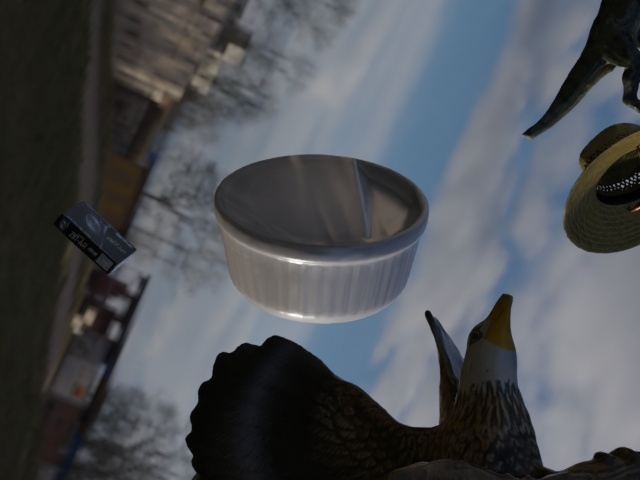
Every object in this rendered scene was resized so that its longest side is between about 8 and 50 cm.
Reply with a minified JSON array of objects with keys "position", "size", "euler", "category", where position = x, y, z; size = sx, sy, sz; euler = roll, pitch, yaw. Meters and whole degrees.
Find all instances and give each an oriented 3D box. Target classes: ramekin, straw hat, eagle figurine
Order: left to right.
[{"position":[0.000,0.000,1.805],"size":[0.273,0.273,0.127],"euler":[-81,174,-62],"category":"ramekin"},{"position":[0.081,0.139,0.866],"size":[0.225,0.226,0.298],"euler":[-51,-160,-20],"category":"eagle figurine"},{"position":[0.245,-0.060,1.124],"size":[0.144,0.144,0.061],"euler":[-60,-140,32],"category":"straw hat"}]

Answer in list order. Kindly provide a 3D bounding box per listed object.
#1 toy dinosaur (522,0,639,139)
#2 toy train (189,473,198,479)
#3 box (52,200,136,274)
[{"position":[0.323,-0.198,1.480],"size":[0.268,0.118,0.064],"euler":[-60,-165,1],"category":"toy dinosaur"},{"position":[-0.066,0.294,1.422],"size":[0.334,0.190,0.142],"euler":[-53,-155,18],"category":"toy train"},{"position":[-0.249,-0.003,1.558],"size":[0.018,0.083,0.067],"euler":[-47,180,19],"category":"box"}]
